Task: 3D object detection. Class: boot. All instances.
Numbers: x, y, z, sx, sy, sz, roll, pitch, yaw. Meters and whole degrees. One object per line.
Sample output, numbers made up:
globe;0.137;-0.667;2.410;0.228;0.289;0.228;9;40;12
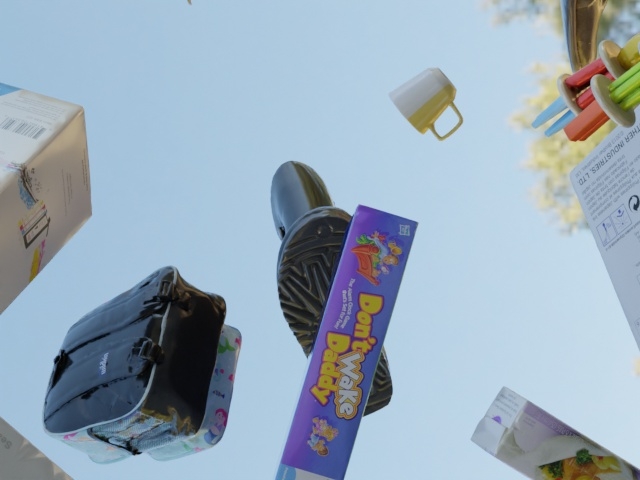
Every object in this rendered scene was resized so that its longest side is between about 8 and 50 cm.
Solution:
boot;0.369;-0.354;1.785;0.112;0.115;0.305;-90;-3;-54
boot;0.000;0.002;2.122;0.445;0.146;0.367;-100;0;-55

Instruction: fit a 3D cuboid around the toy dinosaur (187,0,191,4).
toy dinosaur;-0.194;-0.368;1.740;0.092;0.053;0.183;-49;-48;-43

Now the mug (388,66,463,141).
mug;0.127;-0.160;1.575;0.078;0.064;0.062;44;-168;-22

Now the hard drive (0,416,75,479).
hard drive;-0.364;0.307;1.270;0.203;0.040;0.307;45;-127;-18

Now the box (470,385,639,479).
box;0.293;0.247;1.305;0.324;0.067;0.063;32;-90;-16

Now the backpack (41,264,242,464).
backpack;-0.233;0.175;1.756;0.191;0.253;0.225;40;-137;-36

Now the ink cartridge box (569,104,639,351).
ink cartridge box;0.411;0.037;1.231;0.151;0.270;0.395;-1;-119;-28

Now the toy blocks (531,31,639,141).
toy blocks;0.237;-0.122;1.169;0.054;0.148;0.123;43;-146;-12

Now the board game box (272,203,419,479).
board game box;0.026;0.147;1.696;0.233;0.078;0.347;107;180;-82

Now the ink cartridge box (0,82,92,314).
ink cartridge box;-0.394;-0.048;1.559;0.233;0.171;0.168;-55;-23;-46
